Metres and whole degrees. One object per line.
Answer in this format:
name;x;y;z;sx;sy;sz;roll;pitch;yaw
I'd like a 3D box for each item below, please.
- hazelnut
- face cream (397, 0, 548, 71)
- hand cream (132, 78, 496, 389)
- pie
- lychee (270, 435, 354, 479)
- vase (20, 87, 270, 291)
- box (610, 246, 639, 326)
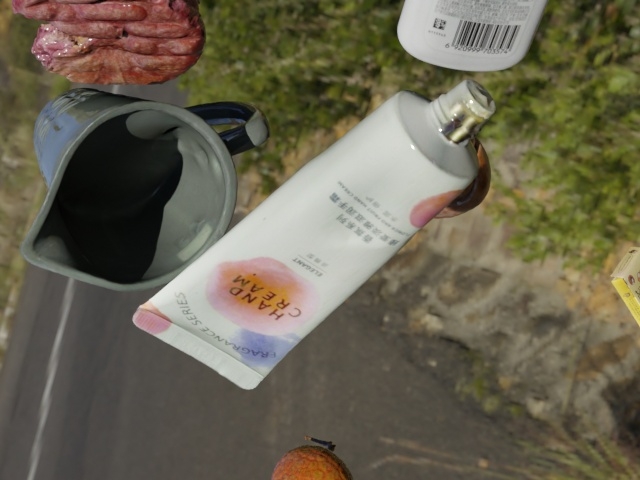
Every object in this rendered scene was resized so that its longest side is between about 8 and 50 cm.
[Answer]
hazelnut;0.157;-0.093;1.599;0.143;0.154;0.143;-162;90;-86
face cream;0.169;-0.289;1.101;0.291;0.144;0.071;104;166;-47
hand cream;0.000;0.000;0.857;0.341;0.124;0.077;-43;26;31
pie;-0.225;-0.229;1.243;0.218;0.204;0.054;126;147;-67
lychee;-0.007;0.283;1.361;0.140;0.114;0.101;-52;-24;-32
vase;-0.180;-0.075;1.074;0.301;0.251;0.156;34;146;63
box;0.403;0.083;1.395;0.020;0.149;0.073;-24;15;46
